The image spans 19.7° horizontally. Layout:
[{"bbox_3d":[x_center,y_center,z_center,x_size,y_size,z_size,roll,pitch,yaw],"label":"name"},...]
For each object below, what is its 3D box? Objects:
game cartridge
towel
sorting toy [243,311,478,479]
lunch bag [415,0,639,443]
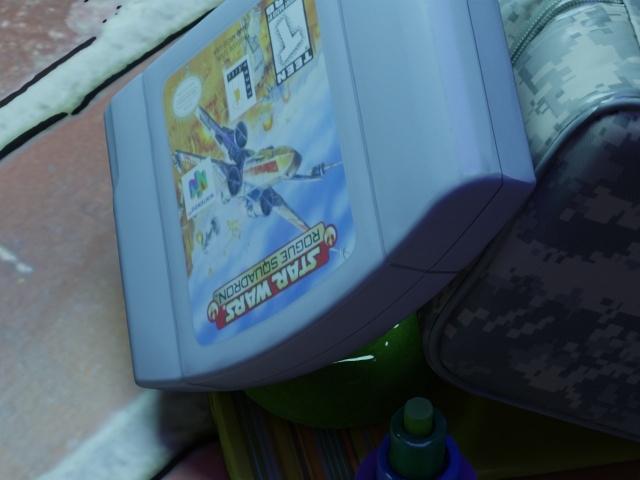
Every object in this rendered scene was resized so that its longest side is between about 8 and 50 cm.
[{"bbox_3d":[-0.015,-0.036,0.941,0.062,0.297,0.198,11,61,-35],"label":"game cartridge"},{"bbox_3d":[0.060,0.100,1.036,0.237,0.021,0.102,-7,50,-13],"label":"towel"},{"bbox_3d":[0.000,0.000,1.015,0.127,0.126,0.365,-14,51,-12],"label":"sorting toy"},{"bbox_3d":[0.194,-0.036,1.014,0.305,0.212,0.256,17,36,-21],"label":"lunch bag"}]
